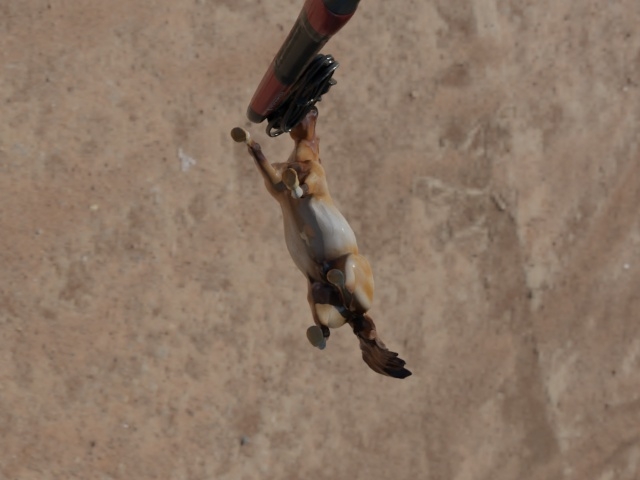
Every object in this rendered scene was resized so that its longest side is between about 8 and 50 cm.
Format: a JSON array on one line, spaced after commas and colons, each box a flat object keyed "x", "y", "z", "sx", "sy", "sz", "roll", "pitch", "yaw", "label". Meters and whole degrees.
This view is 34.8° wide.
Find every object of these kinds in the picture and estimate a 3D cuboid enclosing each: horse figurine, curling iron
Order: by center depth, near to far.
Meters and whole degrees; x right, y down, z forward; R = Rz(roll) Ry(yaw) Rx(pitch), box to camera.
[{"x": 0.014, "y": -0.152, "z": 0.608, "sx": 0.035, "sy": 0.274, "sz": 0.068, "roll": 42, "pitch": 54, "yaw": 6, "label": "curling iron"}, {"x": 0.000, "y": 0.000, "z": 0.863, "sx": 0.263, "sy": 0.066, "sz": 0.174, "roll": 67, "pitch": 9, "yaw": 6, "label": "horse figurine"}]
